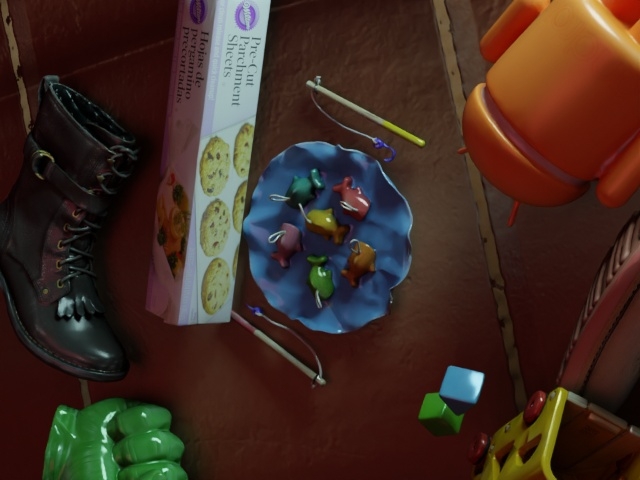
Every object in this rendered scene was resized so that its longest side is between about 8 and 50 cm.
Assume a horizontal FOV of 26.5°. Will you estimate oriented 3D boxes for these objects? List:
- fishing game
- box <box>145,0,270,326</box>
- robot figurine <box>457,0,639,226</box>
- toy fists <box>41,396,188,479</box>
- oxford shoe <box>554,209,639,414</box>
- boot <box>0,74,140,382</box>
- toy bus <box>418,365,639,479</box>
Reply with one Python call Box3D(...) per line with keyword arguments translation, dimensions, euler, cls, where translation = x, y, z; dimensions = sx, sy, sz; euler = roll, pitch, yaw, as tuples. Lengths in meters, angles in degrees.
Box3D(translation=(0.000, 0.000, 1.261), dimensions=(0.189, 0.041, 0.264), euler=(36, 113, 25), cls="fishing game")
Box3D(translation=(-0.109, -0.079, 1.293), dimensions=(0.063, 0.067, 0.324), euler=(21, 107, 47), cls="box")
Box3D(translation=(0.199, -0.116, 1.074), dimensions=(0.158, 0.128, 0.219), euler=(38, 116, -8), cls="robot figurine")
Box3D(translation=(-0.211, 0.289, 1.335), dimensions=(0.142, 0.096, 0.279), euler=(8, 66, 0), cls="toy fists")
Box3D(translation=(0.307, 0.010, 1.023), dimensions=(0.146, 0.140, 0.397), euler=(30, 122, 4), cls="oxford shoe")
Box3D(translation=(-0.246, -0.011, 1.377), dimensions=(0.263, 0.091, 0.229), euler=(45, 117, 21), cls="boot")
Box3D(translation=(0.174, 0.202, 1.082), dimensions=(0.191, 0.104, 0.202), euler=(0, 140, 30), cls="toy bus")
